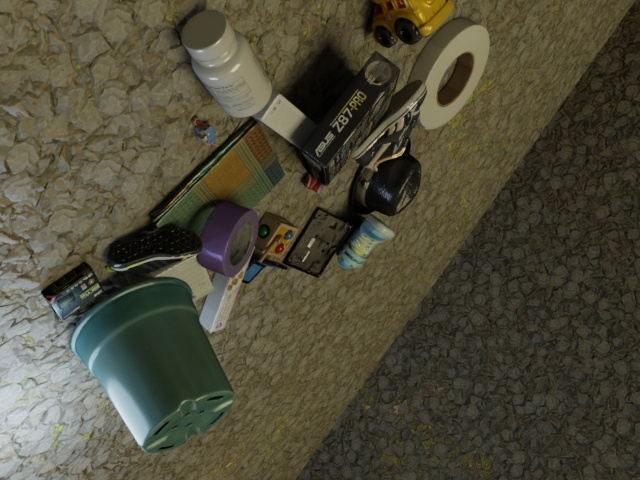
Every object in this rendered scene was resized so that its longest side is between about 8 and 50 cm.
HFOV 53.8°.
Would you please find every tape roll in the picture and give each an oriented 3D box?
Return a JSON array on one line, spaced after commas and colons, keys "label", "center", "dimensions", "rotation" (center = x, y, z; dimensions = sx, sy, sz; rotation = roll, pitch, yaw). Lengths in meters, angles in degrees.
[{"label": "tape roll", "center": [0.442, -0.572, 2.193], "dimensions": [0.392, 0.072, 0.391], "rotation": [-38, 150, -27]}, {"label": "tape roll", "center": [-0.241, -0.003, 1.664], "dimensions": [0.189, 0.080, 0.188], "rotation": [20, 90, -75]}]

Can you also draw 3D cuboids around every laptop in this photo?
[{"label": "laptop", "center": [0.000, 0.000, 2.264], "dimensions": [0.264, 0.136, 0.234], "rotation": [24, 103, -36]}]

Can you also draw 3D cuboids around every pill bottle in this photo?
[{"label": "pill bottle", "center": [-0.202, -0.379, 1.361], "dimensions": [0.131, 0.131, 0.229], "rotation": [-49, 153, -6]}]

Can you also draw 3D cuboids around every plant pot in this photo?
[{"label": "plant pot", "center": [-0.406, 0.327, 1.605], "dimensions": [0.341, 0.334, 0.341], "rotation": [-29, 153, -17]}]

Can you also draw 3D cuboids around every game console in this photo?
[{"label": "game console", "center": [-0.183, 0.104, 2.001], "dimensions": [0.144, 0.124, 0.085], "rotation": [40, 62, -78]}]

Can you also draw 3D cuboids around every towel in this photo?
[{"label": "towel", "center": [-0.262, -0.123, 1.686], "dimensions": [0.370, 0.040, 0.271], "rotation": [-47, 153, -12]}]

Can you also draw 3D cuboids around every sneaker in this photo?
[{"label": "sneaker", "center": [0.234, -0.355, 1.988], "dimensions": [0.127, 0.126, 0.321], "rotation": [37, 113, -24]}, {"label": "sneaker", "center": [0.154, 0.018, 2.292], "dimensions": [0.208, 0.127, 0.319], "rotation": [-51, 180, -4]}, {"label": "sneaker", "center": [-0.014, -0.194, 1.982], "dimensions": [0.118, 0.067, 0.042], "rotation": [-69, -175, -54]}, {"label": "sneaker", "center": [-0.410, 0.032, 1.561], "dimensions": [0.235, 0.084, 0.097], "rotation": [-10, 154, -15]}]

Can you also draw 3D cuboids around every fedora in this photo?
[{"label": "fedora", "center": [0.263, -0.208, 2.264], "dimensions": [0.334, 0.153, 0.334], "rotation": [-38, 150, -26]}]

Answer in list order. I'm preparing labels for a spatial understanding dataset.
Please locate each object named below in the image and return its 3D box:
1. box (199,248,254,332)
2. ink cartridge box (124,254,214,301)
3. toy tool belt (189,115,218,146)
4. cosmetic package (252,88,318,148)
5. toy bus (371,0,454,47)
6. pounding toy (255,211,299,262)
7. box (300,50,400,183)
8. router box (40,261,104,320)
[{"label": "box", "center": [-0.289, 0.136, 1.924], "dimensions": [0.063, 0.067, 0.323], "rotation": [-14, 134, -50]}, {"label": "ink cartridge box", "center": [-0.399, 0.114, 1.703], "dimensions": [0.189, 0.066, 0.232], "rotation": [-29, 158, -12]}, {"label": "toy tool belt", "center": [-0.269, -0.256, 1.493], "dimensions": [0.052, 0.051, 0.083], "rotation": [-46, 152, -12]}, {"label": "cosmetic package", "center": [-0.109, -0.318, 1.599], "dimensions": [0.085, 0.117, 0.231], "rotation": [-54, 152, 4]}, {"label": "toy bus", "center": [0.203, -0.636, 1.660], "dimensions": [0.149, 0.220, 0.211], "rotation": [-50, 121, -17]}, {"label": "pounding toy", "center": [-0.147, -0.003, 1.934], "dimensions": [0.130, 0.100, 0.141], "rotation": [-56, 153, 8]}, {"label": "box", "center": [0.080, -0.318, 1.754], "dimensions": [0.318, 0.097, 0.395], "rotation": [-50, 177, 0]}, {"label": "router box", "center": [-0.580, 0.120, 1.483], "dimensions": [0.122, 0.038, 0.092], "rotation": [-39, 151, -24]}]
